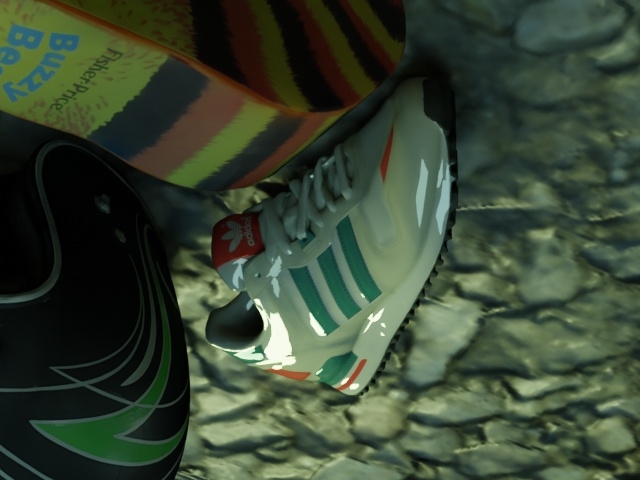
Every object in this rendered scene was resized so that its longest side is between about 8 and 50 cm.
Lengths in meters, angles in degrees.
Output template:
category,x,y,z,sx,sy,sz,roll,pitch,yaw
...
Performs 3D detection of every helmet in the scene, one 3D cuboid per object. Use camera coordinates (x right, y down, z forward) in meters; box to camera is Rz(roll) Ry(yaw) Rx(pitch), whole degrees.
category,x,y,z,sx,sy,sz,roll,pitch,yaw
helmet,-0.129,0.057,0.668,0.169,0.161,0.169,4,136,4

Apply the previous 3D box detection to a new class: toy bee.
category,x,y,z,sx,sy,sz,roll,pitch,yaw
toy bee,-0.114,-0.080,0.524,0.298,0.162,0.195,16,140,-8

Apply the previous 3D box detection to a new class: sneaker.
category,x,y,z,sx,sy,sz,roll,pitch,yaw
sneaker,0.000,0.000,0.667,0.075,0.057,0.161,10,140,-11
